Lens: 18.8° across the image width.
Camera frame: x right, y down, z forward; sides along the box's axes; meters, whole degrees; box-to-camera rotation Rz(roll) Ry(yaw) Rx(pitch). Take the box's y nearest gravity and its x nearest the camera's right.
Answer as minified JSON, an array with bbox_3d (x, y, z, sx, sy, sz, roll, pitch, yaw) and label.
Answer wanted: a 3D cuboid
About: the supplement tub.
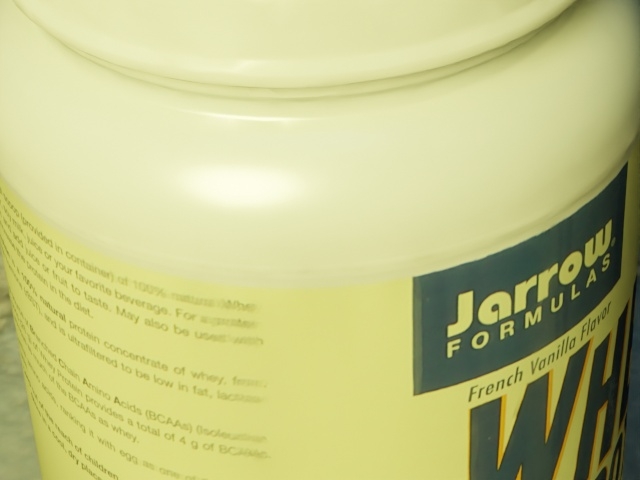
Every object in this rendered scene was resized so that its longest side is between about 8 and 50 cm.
[{"bbox_3d":[0.000,0.000,0.714,0.235,0.324,0.235,-2,37,2],"label":"supplement tub"}]
